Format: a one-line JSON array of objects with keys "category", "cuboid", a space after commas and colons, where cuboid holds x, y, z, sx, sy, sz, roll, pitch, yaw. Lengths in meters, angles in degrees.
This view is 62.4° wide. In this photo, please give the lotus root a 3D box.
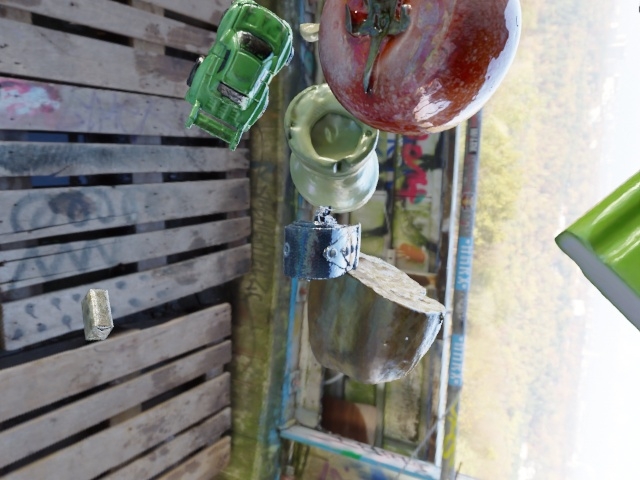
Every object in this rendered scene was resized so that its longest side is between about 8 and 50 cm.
[{"category": "lotus root", "cuboid": [0.127, 0.177, 1.198, 0.316, 0.316, 0.249, -6, 115, -61]}]

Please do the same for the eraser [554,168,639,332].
[{"category": "eraser", "cuboid": [0.421, -0.017, 0.536, 0.274, 0.210, 0.092, -41, 165, 0]}]

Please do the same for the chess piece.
[{"category": "chess piece", "cuboid": [0.026, -0.199, 1.210, 0.442, 0.234, 0.233, 52, 46, -84]}]

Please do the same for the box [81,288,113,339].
[{"category": "box", "cuboid": [-0.470, 0.156, 1.113, 0.045, 0.062, 0.098, 8, 46, -39]}]

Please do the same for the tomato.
[{"category": "tomato", "cuboid": [0.133, -0.273, 0.716, 0.227, 0.270, 0.270, -6, 101, -50]}]

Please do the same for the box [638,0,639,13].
[{"category": "box", "cuboid": [0.430, -0.271, 0.603, 0.048, 0.115, 0.025, -164, -103, -84]}]

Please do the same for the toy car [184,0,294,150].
[{"category": "toy car", "cuboid": [-0.214, -0.434, 1.381, 0.214, 0.176, 0.358, 27, 102, -21]}]

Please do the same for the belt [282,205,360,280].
[{"category": "belt", "cuboid": [0.000, 0.001, 0.968, 0.218, 0.122, 0.128, -17, 111, -75]}]

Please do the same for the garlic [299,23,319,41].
[{"category": "garlic", "cuboid": [-0.026, -0.616, 1.563, 0.041, 0.083, 0.053, 44, 53, -62]}]

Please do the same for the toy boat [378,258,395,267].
[{"category": "toy boat", "cuboid": [0.196, 0.109, 1.680, 0.016, 0.063, 0.115, -48, 164, -37]}]
